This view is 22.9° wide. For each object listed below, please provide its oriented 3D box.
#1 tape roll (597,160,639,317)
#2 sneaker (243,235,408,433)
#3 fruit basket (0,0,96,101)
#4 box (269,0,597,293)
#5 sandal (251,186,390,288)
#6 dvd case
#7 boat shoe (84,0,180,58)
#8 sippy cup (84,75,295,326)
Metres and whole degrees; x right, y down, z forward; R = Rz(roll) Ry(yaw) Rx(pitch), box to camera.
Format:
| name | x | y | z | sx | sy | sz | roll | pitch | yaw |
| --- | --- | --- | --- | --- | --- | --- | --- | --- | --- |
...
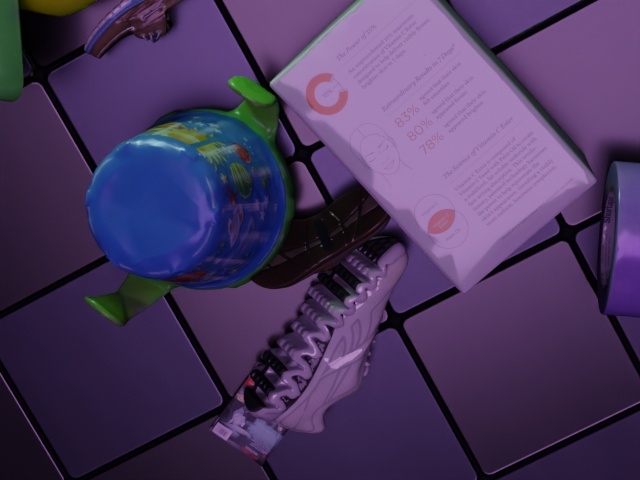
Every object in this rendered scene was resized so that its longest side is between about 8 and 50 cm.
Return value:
| name | x | y | z | sx | sy | sz | roll | pitch | yaw |
| --- | --- | --- | --- | --- | --- | --- | --- | --- | --- |
| tape roll | 0.388 | 0.000 | 1.922 | 0.080 | 0.189 | 0.189 | 4 | 103 | 4 |
| sneaker | 0.026 | 0.122 | 2.034 | 0.118 | 0.110 | 0.292 | 33 | 99 | -26 |
| fruit basket | -0.403 | -0.356 | 1.914 | 0.392 | 0.283 | 0.392 | -8 | 103 | -38 |
| box | 0.138 | -0.144 | 1.922 | 0.215 | 0.168 | 0.345 | -41 | 97 | 12 |
| sandal | 0.000 | 0.000 | 2.017 | 0.219 | 0.060 | 0.090 | -29 | 64 | 18 |
| dvd case | -0.080 | 0.230 | 2.101 | 0.087 | 0.013 | 0.119 | 34 | 101 | -3 |
| boat shoe | -0.215 | -0.282 | 1.972 | 0.183 | 0.066 | 0.066 | -41 | 98 | 12 |
| sippy cup | -0.170 | -0.045 | 1.919 | 0.240 | 0.224 | 0.305 | 1 | 94 | 13 |
